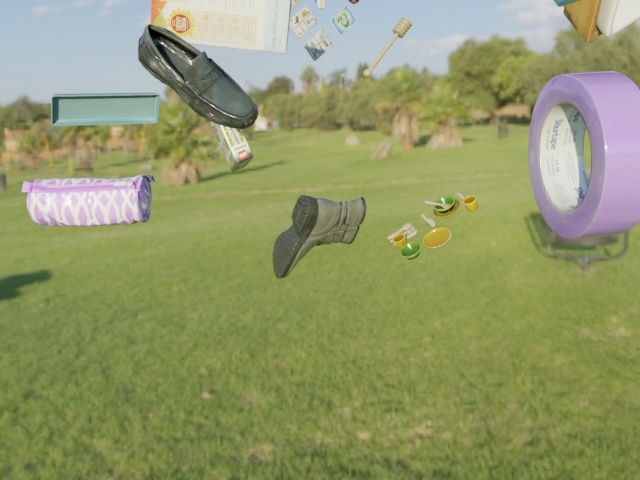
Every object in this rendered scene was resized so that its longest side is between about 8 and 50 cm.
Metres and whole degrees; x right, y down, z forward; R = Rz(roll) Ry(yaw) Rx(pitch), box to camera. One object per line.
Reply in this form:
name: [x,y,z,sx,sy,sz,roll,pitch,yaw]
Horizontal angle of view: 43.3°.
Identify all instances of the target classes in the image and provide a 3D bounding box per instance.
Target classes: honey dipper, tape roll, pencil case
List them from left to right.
pencil case: [-0.385,-0.068,1.354,0.206,0.086,0.088,-4,-25,4]
honey dipper: [0.144,-0.425,1.780,0.030,0.161,0.030,37,-9,7]
tape roll: [0.447,-0.142,1.351,0.090,0.275,0.275,-6,9,-10]

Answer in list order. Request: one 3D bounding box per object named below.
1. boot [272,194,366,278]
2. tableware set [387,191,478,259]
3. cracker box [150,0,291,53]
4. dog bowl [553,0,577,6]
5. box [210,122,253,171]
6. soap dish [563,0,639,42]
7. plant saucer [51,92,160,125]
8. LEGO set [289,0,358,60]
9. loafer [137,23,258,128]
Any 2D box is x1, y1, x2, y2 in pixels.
boot: [0.000,0.000,1.770,0.161,0.247,0.083,4,46,-28]
tableware set: [0.182,-0.028,1.294,0.154,0.024,0.104,-31,33,-3]
cracker box: [-0.164,-0.408,1.354,0.232,0.156,0.067,6,25,-4]
dog bowl: [0.327,-0.473,1.189,0.074,0.297,0.166,-29,37,20]
box: [-0.181,-0.202,1.624,0.036,0.114,0.207,-25,5,-8]
soap dish: [0.592,-0.539,1.531,0.290,0.229,0.118,-34,53,-27]
plant saucer: [-0.389,-0.241,1.461,0.192,0.067,0.018,-6,47,-24]
LEGO set: [-0.005,-0.577,1.988,0.060,0.182,0.244,-10,33,53]
loafer: [-0.192,-0.254,1.253,0.076,0.223,0.078,-51,-6,-28]
